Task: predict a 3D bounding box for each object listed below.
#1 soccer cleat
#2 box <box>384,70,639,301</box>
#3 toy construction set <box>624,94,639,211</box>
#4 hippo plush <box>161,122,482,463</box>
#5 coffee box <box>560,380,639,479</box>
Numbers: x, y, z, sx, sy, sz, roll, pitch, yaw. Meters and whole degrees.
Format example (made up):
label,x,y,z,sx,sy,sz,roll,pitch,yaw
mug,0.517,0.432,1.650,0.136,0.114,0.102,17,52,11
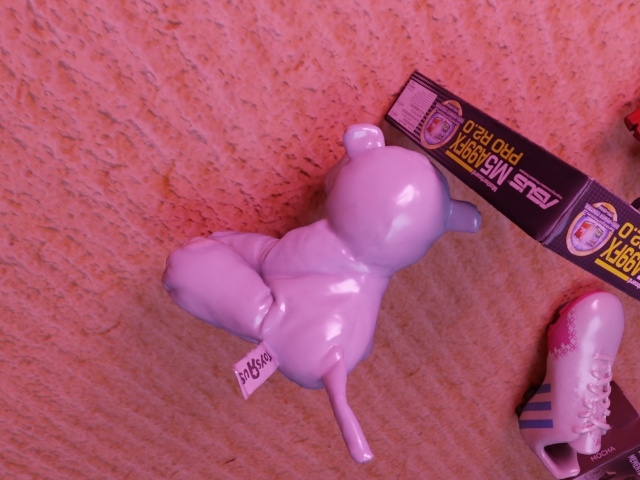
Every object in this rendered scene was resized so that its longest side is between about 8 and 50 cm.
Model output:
label,x,y,z,sx,sy,sz,roll,pitch,yaw
soccer cleat,0.396,0.226,0.968,0.116,0.143,0.331,-6,129,-13
box,0.204,-0.046,0.598,0.216,0.270,0.060,25,108,-33
toy construction set,0.485,-0.091,0.728,0.309,0.257,0.237,-62,150,4
hippo plush,0.000,0.000,0.619,0.234,0.294,0.236,31,97,-1
coffee box,0.524,0.399,1.166,0.168,0.119,0.297,-32,131,11
